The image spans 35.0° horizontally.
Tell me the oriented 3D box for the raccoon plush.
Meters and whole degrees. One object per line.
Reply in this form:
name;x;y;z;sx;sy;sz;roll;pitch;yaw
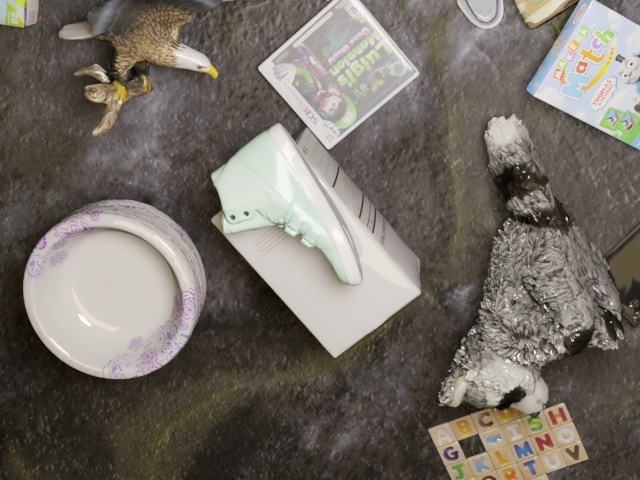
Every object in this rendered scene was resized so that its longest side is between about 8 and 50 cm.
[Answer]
raccoon plush;0.284;0.061;1.628;0.299;0.216;0.447;-27;72;31

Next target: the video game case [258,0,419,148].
video game case;0.028;-0.265;1.583;0.190;0.022;0.173;-39;101;16

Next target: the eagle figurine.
eagle figurine;-0.234;-0.321;1.497;0.225;0.226;0.298;7;134;-34

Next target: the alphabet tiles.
alphabet tiles;0.336;0.373;1.778;0.237;0.009;0.198;-23;105;13

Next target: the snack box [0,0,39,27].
snack box;-0.520;-0.443;1.553;0.174;0.070;0.207;10;111;3

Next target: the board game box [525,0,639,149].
board game box;0.435;-0.246;1.509;0.211;0.039;0.160;22;111;-20

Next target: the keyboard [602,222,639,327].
keyboard;0.603;0.018;1.618;0.201;0.033;0.317;44;108;-3

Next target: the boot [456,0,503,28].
boot;0.217;-0.396;1.485;0.069;0.086;0.190;-23;105;13

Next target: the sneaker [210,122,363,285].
sneaker;-0.052;-0.021;1.448;0.151;0.094;0.256;-32;92;6

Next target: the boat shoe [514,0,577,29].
boat shoe;0.372;-0.388;1.487;0.190;0.068;0.072;-31;91;15

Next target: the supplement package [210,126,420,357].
supplement package;0.000;0.000;1.595;0.177;0.175;0.293;-38;101;14

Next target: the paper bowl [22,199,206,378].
paper bowl;-0.329;0.071;1.668;0.284;0.148;0.284;2;110;5
